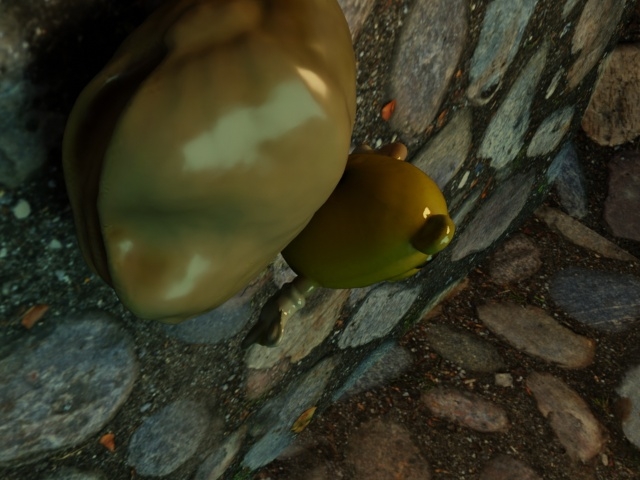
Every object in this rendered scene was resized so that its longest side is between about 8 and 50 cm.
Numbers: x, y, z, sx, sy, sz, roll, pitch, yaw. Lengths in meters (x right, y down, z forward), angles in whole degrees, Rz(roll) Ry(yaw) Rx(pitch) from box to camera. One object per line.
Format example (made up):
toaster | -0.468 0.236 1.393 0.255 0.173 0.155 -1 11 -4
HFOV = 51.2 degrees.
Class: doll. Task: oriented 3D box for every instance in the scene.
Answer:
doll | -0.003 -0.024 0.989 0.348 0.423 0.161 -38 124 13

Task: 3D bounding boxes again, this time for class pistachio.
pistachio | -0.115 -0.104 0.759 0.365 0.281 0.445 -10 130 -55
